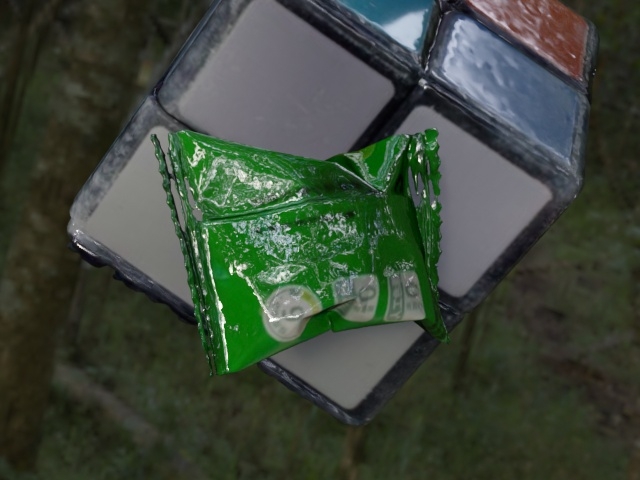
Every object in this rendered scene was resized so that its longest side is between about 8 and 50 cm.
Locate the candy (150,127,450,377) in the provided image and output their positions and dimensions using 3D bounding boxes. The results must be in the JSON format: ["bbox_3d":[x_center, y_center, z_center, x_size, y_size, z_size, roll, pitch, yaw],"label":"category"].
[{"bbox_3d":[0.002,-0.003,0.966,0.203,0.078,0.141,-6,67,-36],"label":"candy"}]

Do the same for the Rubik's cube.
[{"bbox_3d":[0.020,-0.094,1.370,0.316,0.313,0.318,33,31,-9],"label":"Rubik's cube"}]
